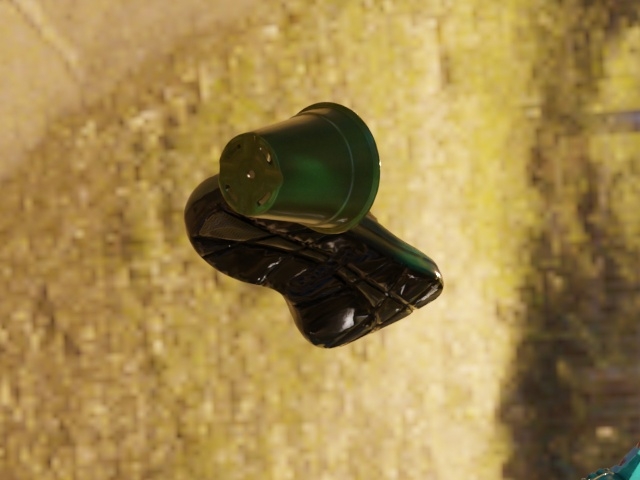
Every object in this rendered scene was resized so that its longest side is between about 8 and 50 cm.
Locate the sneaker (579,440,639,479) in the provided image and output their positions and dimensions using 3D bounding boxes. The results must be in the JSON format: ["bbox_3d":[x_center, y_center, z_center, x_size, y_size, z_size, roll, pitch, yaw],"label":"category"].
[{"bbox_3d":[0.258,0.223,1.519,0.299,0.112,0.121,-28,155,-44],"label":"sneaker"}]

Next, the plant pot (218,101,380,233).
[{"bbox_3d":[-0.019,-0.043,1.216,0.079,0.083,0.083,-6,94,-51],"label":"plant pot"}]

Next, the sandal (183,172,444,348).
[{"bbox_3d":[0.001,-0.001,1.501,0.303,0.120,0.086,40,28,-54],"label":"sandal"}]
